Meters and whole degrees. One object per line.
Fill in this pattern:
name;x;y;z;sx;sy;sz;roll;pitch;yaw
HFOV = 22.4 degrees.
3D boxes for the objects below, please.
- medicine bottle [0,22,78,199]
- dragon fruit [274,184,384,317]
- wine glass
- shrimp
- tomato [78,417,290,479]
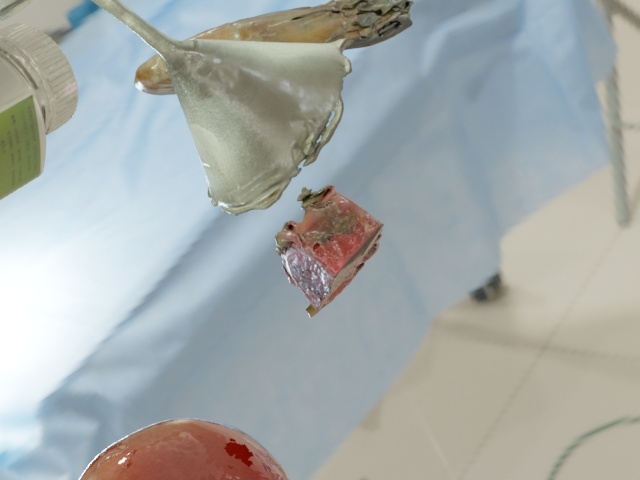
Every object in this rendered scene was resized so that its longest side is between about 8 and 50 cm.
medicine bottle;-0.274;-0.086;1.197;0.132;0.088;0.188;23;41;29
dragon fruit;0.000;0.000;1.617;0.102;0.096;0.147;-51;-7;-19
wine glass;-0.085;-0.109;0.873;0.122;0.183;0.122;-36;32;27
shrimp;-0.029;-0.137;1.212;0.219;0.046;0.152;-15;-9;12
tomato;-0.119;0.324;1.553;0.226;0.298;0.298;20;54;34
